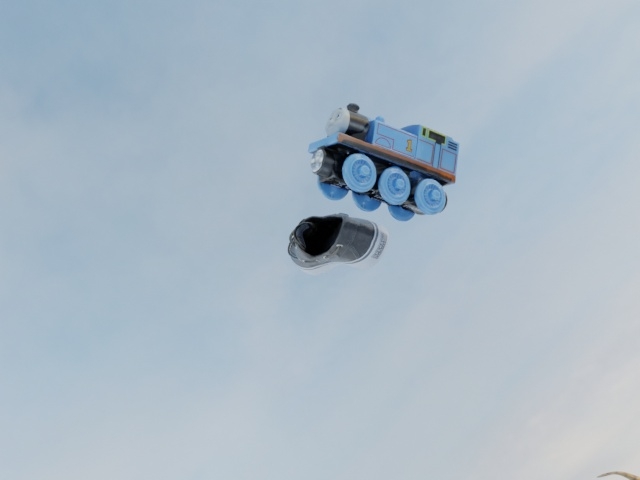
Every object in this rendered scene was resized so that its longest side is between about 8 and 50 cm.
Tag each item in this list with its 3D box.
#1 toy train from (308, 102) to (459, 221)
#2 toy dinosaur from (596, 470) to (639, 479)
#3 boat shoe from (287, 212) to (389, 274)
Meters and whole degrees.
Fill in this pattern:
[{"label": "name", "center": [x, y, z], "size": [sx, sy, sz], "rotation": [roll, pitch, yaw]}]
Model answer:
[{"label": "toy train", "center": [0.073, -0.087, 0.785], "size": [0.184, 0.105, 0.080], "rotation": [15, -15, -28]}, {"label": "toy dinosaur", "center": [0.608, 0.451, 1.247], "size": [0.064, 0.211, 0.112], "rotation": [-61, -19, 4]}, {"label": "boat shoe", "center": [0.000, 0.000, 0.912], "size": [0.076, 0.228, 0.080], "rotation": [25, -99, -24]}]
